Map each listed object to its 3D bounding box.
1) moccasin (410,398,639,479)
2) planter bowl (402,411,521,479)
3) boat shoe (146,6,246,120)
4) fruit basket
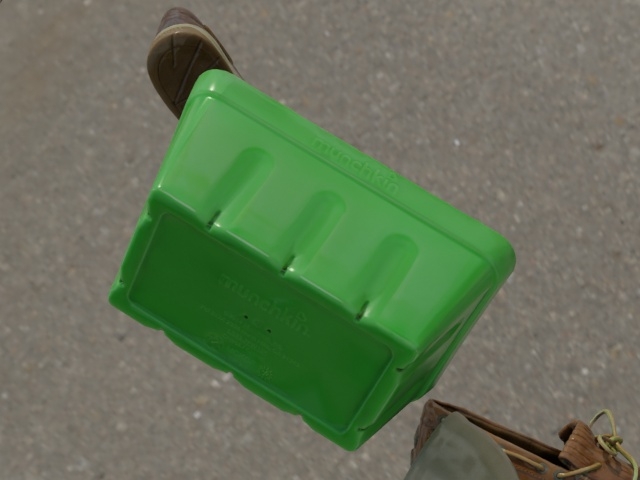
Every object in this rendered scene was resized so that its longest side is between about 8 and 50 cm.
[{"bbox_3d":[0.301,0.273,1.660,0.380,0.139,0.147,13,93,12],"label":"moccasin"},{"bbox_3d":[0.147,0.272,1.407,0.109,0.162,0.162,28,73,19],"label":"planter bowl"},{"bbox_3d":[-0.118,-0.146,1.756,0.123,0.342,0.123,-25,34,9],"label":"boat shoe"},{"bbox_3d":[0.000,0.000,1.435,0.392,0.392,0.283,-105,32,-41],"label":"fruit basket"}]
